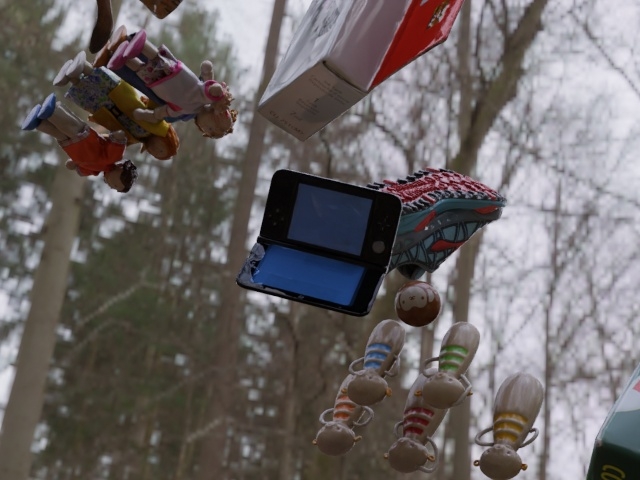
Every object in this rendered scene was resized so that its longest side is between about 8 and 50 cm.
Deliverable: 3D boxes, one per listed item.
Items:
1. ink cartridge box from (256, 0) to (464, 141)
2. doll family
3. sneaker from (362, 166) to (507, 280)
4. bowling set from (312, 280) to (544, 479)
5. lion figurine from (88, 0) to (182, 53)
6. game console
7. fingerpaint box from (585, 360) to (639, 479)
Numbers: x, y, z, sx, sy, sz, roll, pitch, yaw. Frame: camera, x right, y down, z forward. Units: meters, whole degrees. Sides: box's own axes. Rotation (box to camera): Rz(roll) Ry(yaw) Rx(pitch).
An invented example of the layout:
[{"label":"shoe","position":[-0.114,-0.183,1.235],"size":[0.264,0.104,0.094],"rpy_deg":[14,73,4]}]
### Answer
[{"label":"ink cartridge box","position":[0.069,-0.241,1.238],"size":[0.060,0.275,0.239],"rpy_deg":[34,-29,-15]},{"label":"doll family","position":[-0.179,-0.149,1.497],"size":[0.163,0.118,0.263],"rpy_deg":[38,-41,-27]},{"label":"sneaker","position":[0.126,-0.016,1.759],"size":[0.262,0.104,0.125],"rpy_deg":[-10,-57,-43]},{"label":"bowling set","position":[0.100,0.162,1.625],"size":[0.287,0.154,0.199],"rpy_deg":[-5,-54,28]},{"label":"lion figurine","position":[-0.140,-0.326,1.122],"size":[0.392,0.142,0.240],"rpy_deg":[-33,-72,35]},{"label":"game console","position":[0.000,0.000,1.236],"size":[0.122,0.107,0.071],"rpy_deg":[14,6,9]},{"label":"fingerpaint box","position":[0.328,0.307,0.861],"size":[0.371,0.163,0.444],"rpy_deg":[21,-50,21]}]
